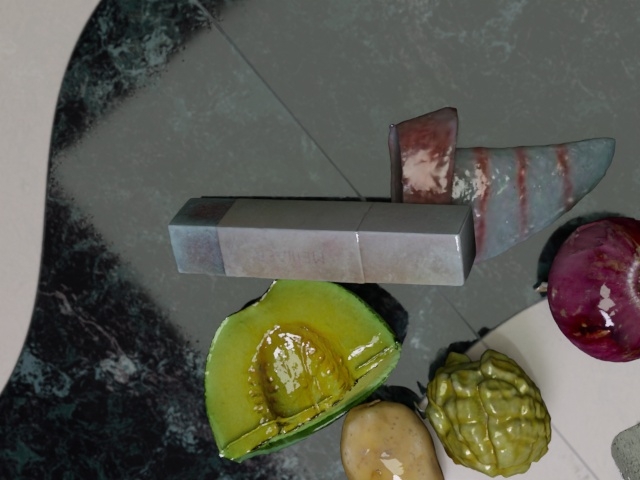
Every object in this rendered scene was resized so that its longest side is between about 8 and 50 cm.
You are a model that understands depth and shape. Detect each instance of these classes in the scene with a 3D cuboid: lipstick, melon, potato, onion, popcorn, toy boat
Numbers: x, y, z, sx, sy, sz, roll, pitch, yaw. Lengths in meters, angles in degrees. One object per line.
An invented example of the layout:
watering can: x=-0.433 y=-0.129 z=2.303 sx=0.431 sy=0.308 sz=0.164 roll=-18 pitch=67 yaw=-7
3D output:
lipstick: x=0.000 y=0.000 z=1.473 sx=0.371 sy=0.080 sz=0.076 roll=2 pitch=120 yaw=19
melon: x=-0.028 y=0.148 z=1.524 sx=0.265 sy=0.129 sz=0.169 roll=-35 pitch=69 yaw=11
potato: x=0.093 y=0.287 z=1.518 sx=0.118 sy=0.109 sz=0.178 roll=-23 pitch=97 yaw=3
onion: x=0.358 y=0.060 z=1.456 sx=0.177 sy=0.153 sz=0.177 roll=0 pitch=78 yaw=-1
popcorn: x=0.200 y=0.210 z=1.483 sx=0.173 sy=0.173 sz=0.142 roll=44 pitch=89 yaw=2
toy boat: x=0.230 y=-0.070 z=1.503 sx=0.282 sy=0.096 sz=0.206 roll=-5 pitch=100 yaw=-6

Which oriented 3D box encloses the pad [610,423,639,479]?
pad: x=0.416 y=0.367 z=1.514 sx=0.323 sy=0.055 sz=0.250 roll=-27 pitch=91 yaw=-10
